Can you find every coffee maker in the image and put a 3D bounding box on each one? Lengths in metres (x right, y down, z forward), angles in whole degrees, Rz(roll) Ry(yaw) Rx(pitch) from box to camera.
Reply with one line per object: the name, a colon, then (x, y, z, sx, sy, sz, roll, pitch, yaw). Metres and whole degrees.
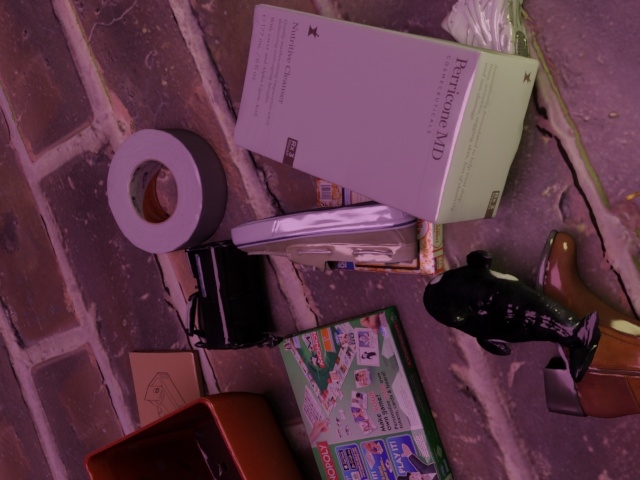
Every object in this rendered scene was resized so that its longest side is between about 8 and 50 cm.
coffee maker: (-0.143, 0.086, 1.222, 0.171, 0.120, 0.178, -6, 94, 22)

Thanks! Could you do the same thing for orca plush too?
orca plush: (0.217, 0.111, 0.955, 0.287, 0.102, 0.151, 35, 136, 48)

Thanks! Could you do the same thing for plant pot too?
plant pot: (-0.172, 0.395, 1.201, 0.267, 0.236, 0.267, -29, 83, 22)

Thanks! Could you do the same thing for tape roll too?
tape roll: (-0.275, -0.089, 1.290, 0.219, 0.072, 0.219, 4, 99, 29)

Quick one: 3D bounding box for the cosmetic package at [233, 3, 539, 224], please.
cosmetic package: (0.072, -0.181, 0.988, 0.385, 0.156, 0.217, 24, 110, 40)

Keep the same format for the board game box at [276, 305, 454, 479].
board game box: (0.071, 0.283, 1.168, 0.214, 0.046, 0.317, -19, 88, 31)

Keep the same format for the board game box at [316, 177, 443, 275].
board game box: (0.089, -0.025, 1.111, 0.194, 0.045, 0.146, 3, 99, 29)

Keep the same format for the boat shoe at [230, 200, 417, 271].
boat shoe: (0.000, 0.000, 1.078, 0.302, 0.109, 0.094, -6, 96, 29)

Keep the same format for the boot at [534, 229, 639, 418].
boot: (0.423, 0.109, 0.917, 0.281, 0.096, 0.264, -4, 94, 28)

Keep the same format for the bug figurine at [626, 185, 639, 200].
bug figurine: (0.506, -0.018, 0.834, 0.216, 0.072, 0.279, -31, 81, 11)

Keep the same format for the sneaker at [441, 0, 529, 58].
sneaker: (0.214, -0.319, 0.974, 0.115, 0.090, 0.232, 3, 98, 32)

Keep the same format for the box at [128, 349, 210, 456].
box: (-0.287, 0.309, 1.387, 0.164, 0.021, 0.201, -6, 95, 30)
